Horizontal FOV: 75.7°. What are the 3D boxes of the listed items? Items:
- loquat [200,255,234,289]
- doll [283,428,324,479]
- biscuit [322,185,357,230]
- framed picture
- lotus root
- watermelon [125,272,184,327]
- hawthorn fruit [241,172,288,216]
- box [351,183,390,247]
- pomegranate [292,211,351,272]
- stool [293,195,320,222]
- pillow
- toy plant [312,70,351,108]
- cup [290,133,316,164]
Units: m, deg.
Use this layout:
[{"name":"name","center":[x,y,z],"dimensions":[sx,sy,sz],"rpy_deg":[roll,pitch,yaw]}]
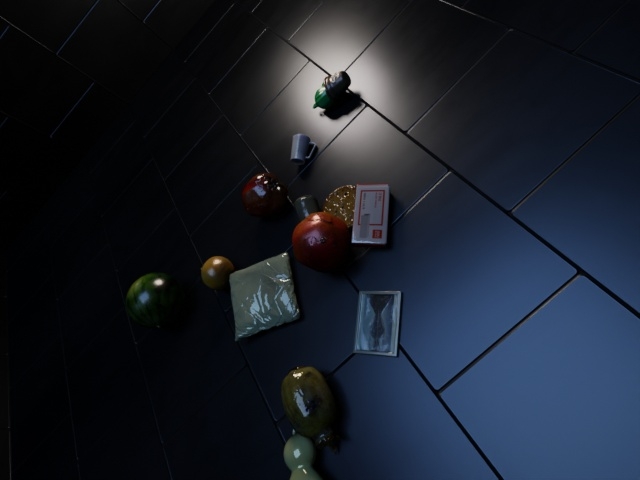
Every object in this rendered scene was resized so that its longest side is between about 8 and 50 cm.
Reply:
[{"name":"loquat","center":[-0.422,0.136,1.689],"dimensions":[0.141,0.141,0.141],"rpy_deg":[-14,62,29]},{"name":"doll","center":[-0.043,0.701,1.206],"dimensions":[0.141,0.117,0.296],"rpy_deg":[-35,40,24]},{"name":"biscuit","center":[0.088,-0.118,1.527],"dimensions":[0.188,0.027,0.187],"rpy_deg":[-15,62,30]},{"name":"framed picture","center":[0.180,0.259,1.303],"dimensions":[0.150,0.015,0.203],"rpy_deg":[-4,68,33]},{"name":"lotus root","center":[-0.026,0.515,1.252],"dimensions":[0.154,0.154,0.278],"rpy_deg":[-37,58,15]},{"name":"watermelon","center":[-0.706,0.258,1.766],"dimensions":[0.243,0.242,0.242],"rpy_deg":[-14,62,29]},{"name":"hawthorn fruit","center":[-0.243,-0.164,1.693],"dimensions":[0.235,0.181,0.181],"rpy_deg":[-48,48,33]},{"name":"box","center":[0.175,-0.087,1.419],"dimensions":[0.123,0.050,0.229],"rpy_deg":[2,70,14]},{"name":"pomegranate","center":[0.000,0.000,1.424],"dimensions":[0.210,0.210,0.235],"rpy_deg":[-46,30,9]},{"name":"stool","center":[-0.047,-0.111,1.574],"dimensions":[0.096,0.096,0.110],"rpy_deg":[-30,60,20]},{"name":"pillow","center":[-0.217,0.211,1.559],"dimensions":[0.281,0.076,0.274],"rpy_deg":[-23,61,17]},{"name":"toy plant","center":[0.038,-0.637,1.749],"dimensions":[0.200,0.105,0.142],"rpy_deg":[-25,49,37]},{"name":"cup","center":[-0.072,-0.383,1.736],"dimensions":[0.104,0.074,0.116],"rpy_deg":[6,75,6]}]
